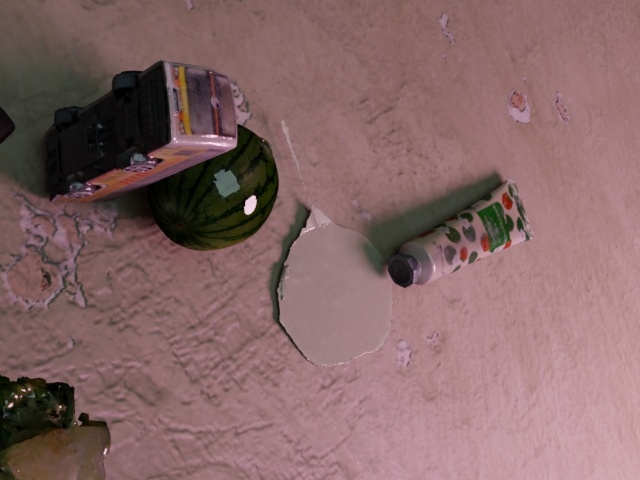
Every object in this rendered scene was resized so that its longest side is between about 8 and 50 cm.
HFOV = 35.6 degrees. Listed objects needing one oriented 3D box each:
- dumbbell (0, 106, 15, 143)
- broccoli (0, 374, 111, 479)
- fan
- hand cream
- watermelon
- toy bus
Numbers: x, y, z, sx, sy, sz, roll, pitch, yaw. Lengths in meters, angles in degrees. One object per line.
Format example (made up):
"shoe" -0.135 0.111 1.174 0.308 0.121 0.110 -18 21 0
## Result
"dumbbell" -0.429 -0.145 0.861 0.388 0.185 0.185 49 57 -15
"broccoli" -0.286 0.243 0.815 0.321 0.283 0.303 -20 80 -54
"fan" -0.001 0.000 1.225 0.182 0.010 0.310 -19 93 -36
"hand cream" 0.195 -0.004 1.337 0.276 0.059 0.095 -25 96 -40
"watermelon" -0.109 -0.070 1.095 0.140 0.141 0.187 50 38 -15
"toy bus" -0.183 -0.096 0.966 0.106 0.268 0.092 -1 81 -39
